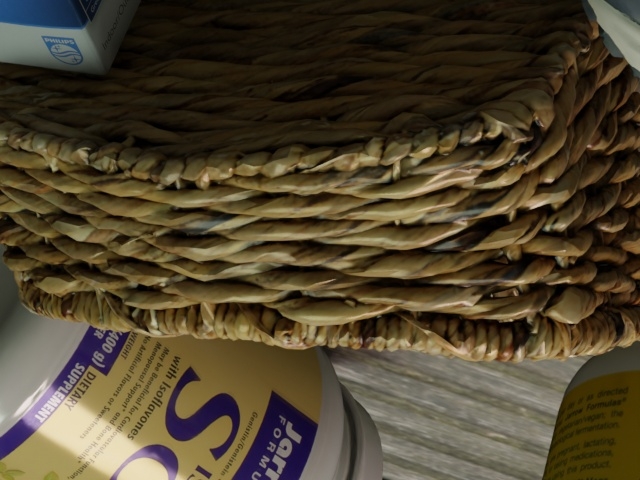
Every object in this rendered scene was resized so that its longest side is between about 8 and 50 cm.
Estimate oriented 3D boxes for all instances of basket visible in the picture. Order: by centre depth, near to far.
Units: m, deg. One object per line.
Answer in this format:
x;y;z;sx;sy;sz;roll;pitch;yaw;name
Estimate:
0.000;0.000;0.772;0.299;0.213;0.223;3;125;24;basket

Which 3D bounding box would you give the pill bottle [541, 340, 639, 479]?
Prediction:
0.211;0.174;0.899;0.187;0.334;0.188;14;153;8;pill bottle

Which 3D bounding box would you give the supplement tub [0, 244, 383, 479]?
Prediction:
-0.135;0.115;1.107;0.241;0.241;0.331;-10;142;43;supplement tub

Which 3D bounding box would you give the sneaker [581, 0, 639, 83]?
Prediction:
0.247;-0.102;0.657;0.283;0.110;0.122;16;135;-1;sneaker

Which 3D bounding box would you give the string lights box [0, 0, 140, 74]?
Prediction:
-0.135;-0.200;0.647;0.076;0.133;0.260;10;152;18;string lights box
